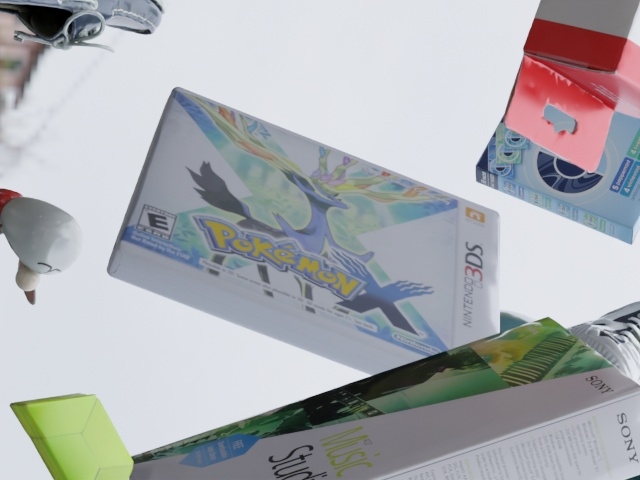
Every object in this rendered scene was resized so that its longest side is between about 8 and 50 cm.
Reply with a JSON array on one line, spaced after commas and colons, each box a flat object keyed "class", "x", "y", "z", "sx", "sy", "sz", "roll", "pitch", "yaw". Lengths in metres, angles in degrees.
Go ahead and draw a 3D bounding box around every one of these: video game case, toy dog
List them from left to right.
[{"class": "toy dog", "x": -0.405, "y": -0.001, "z": 2.052, "sx": 0.334, "sy": 0.220, "sz": 0.161, "roll": 20, "pitch": -94, "yaw": 65}, {"class": "video game case", "x": 0.000, "y": 0.000, "z": 1.598, "sx": 0.300, "sy": 0.329, "sz": 0.036, "roll": -80, "pitch": -167, "yaw": -60}]

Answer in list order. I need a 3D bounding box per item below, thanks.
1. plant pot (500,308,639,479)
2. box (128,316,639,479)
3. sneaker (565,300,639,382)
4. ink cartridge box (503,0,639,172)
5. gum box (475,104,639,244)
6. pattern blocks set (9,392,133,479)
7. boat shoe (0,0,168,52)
[{"class": "plant pot", "x": 0.163, "y": 0.180, "z": 1.787, "sx": 0.195, "sy": 0.290, "sz": 0.290, "roll": -86, "pitch": -165, "yaw": -45}, {"class": "box", "x": 0.036, "y": 0.141, "z": 1.207, "sx": 0.232, "sy": 0.322, "sz": 0.058, "roll": -133, "pitch": -153, "yaw": -78}, {"class": "sneaker", "x": 0.357, "y": 0.114, "z": 2.074, "sx": 0.235, "sy": 0.153, "sz": 0.094, "roll": 94, "pitch": -27, "yaw": -85}, {"class": "ink cartridge box", "x": 0.216, "y": -0.160, "z": 1.226, "sx": 0.078, "sy": 0.134, "sz": 0.231, "roll": 19, "pitch": -91, "yaw": 39}, {"class": "gum box", "x": 0.284, "y": -0.100, "z": 2.020, "sx": 0.157, "sy": 0.184, "sz": 0.041, "roll": -60, "pitch": 161, "yaw": -21}, {"class": "pattern blocks set", "x": -0.210, "y": 0.177, "z": 0.933, "sx": 0.026, "sy": 0.285, "sz": 0.325, "roll": 1, "pitch": -63, "yaw": 51}, {"class": "boat shoe", "x": -0.230, "y": -0.206, "z": 1.600, "sx": 0.095, "sy": 0.254, "sz": 0.079, "roll": 0, "pitch": -98, "yaw": 33}]
